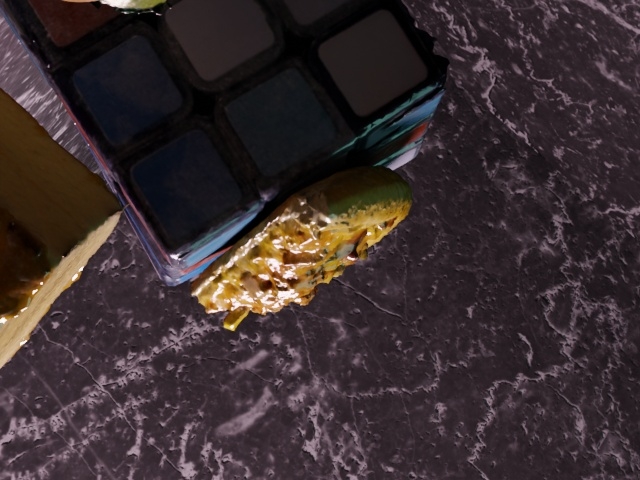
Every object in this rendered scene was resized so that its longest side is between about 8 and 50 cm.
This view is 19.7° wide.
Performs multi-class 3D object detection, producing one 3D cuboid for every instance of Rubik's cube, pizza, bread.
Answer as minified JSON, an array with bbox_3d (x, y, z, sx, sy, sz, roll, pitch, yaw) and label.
[{"bbox_3d":[-0.103,-0.183,1.982,0.363,0.362,0.359,-33,177,-3],"label":"Rubik's cube"},{"bbox_3d":[0.024,-0.019,1.923,0.258,0.087,0.268,-30,173,-39],"label":"pizza"},{"bbox_3d":[-0.369,-0.004,1.626,0.279,0.279,0.207,-52,179,24],"label":"bread"}]

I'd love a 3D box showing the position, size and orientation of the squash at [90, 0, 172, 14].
[{"bbox_3d":[-0.132,-0.341,1.550,0.260,0.189,0.189,-46,180,34],"label":"squash"}]
